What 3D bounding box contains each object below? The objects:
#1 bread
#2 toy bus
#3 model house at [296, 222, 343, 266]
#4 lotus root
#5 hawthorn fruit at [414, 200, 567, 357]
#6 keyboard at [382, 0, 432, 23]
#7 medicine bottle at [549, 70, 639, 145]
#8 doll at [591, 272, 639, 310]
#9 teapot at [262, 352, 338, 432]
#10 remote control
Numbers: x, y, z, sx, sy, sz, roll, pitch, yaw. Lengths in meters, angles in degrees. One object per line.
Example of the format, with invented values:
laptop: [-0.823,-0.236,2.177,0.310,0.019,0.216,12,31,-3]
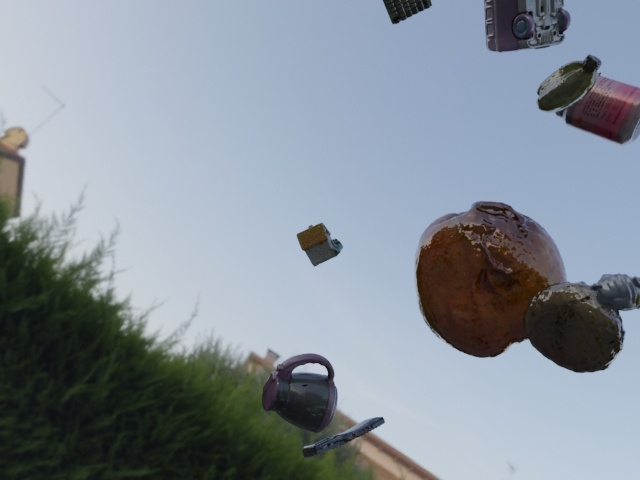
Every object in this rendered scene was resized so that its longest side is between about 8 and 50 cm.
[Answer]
bread: [0.597,0.197,1.296,0.230,0.123,0.229,30,-46,37]
toy bus: [0.439,-0.516,1.201,0.142,0.142,0.202,24,-55,60]
model house: [0.000,0.000,1.511,0.088,0.100,0.100,-27,-81,17]
lotus root: [0.559,-0.350,1.247,0.077,0.090,0.183,16,-20,-14]
hawthorn fruit: [0.497,0.107,1.663,0.472,0.471,0.471,28,-27,16]
keyboard: [0.080,-0.277,0.576,0.049,0.015,0.129,-16,-24,17]
medicine bottle: [0.689,-0.342,1.398,0.247,0.147,0.147,32,-24,32]
doll: [0.600,0.102,1.075,0.180,0.079,0.094,9,-42,-21]
teapot: [-0.040,0.308,1.115,0.146,0.116,0.148,19,-50,-17]
remote control: [0.055,0.439,1.245,0.059,0.212,0.028,-40,-113,48]
